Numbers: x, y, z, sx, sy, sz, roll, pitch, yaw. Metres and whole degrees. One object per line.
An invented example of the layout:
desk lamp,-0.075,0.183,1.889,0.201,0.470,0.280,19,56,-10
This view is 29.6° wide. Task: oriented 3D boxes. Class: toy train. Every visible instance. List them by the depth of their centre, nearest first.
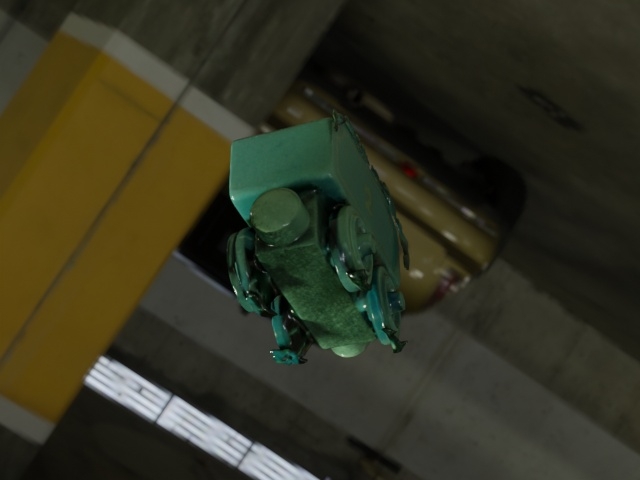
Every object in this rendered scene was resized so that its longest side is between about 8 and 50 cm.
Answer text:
toy train,0.000,0.000,0.984,0.203,0.112,0.163,61,-157,-51
